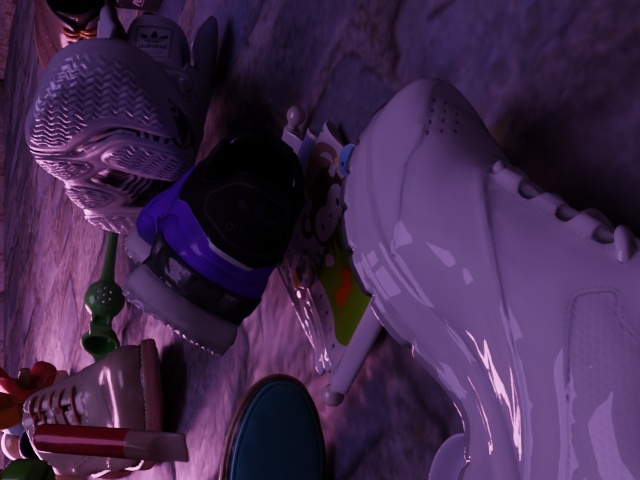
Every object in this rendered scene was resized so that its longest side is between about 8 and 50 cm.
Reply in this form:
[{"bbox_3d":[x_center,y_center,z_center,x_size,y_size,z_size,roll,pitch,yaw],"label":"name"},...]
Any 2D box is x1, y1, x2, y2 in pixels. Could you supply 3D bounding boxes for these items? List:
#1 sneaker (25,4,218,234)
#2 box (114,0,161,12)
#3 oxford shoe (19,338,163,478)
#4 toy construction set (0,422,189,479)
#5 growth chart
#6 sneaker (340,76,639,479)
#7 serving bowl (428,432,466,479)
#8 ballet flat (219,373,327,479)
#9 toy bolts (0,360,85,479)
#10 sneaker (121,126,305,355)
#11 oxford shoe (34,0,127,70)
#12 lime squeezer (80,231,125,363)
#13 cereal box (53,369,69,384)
[{"bbox_3d":[-0.173,-0.144,0.867,0.366,0.137,0.210,105,170,-73],"label":"sneaker"},{"bbox_3d":[-0.201,-0.445,1.145,0.270,0.060,0.216,141,128,-60],"label":"box"},{"bbox_3d":[-0.289,0.227,1.161,0.397,0.147,0.140,130,138,-53],"label":"oxford shoe"},{"bbox_3d":[-0.130,0.293,0.674,0.237,0.257,0.308,-3,80,23],"label":"toy construction set"},{"bbox_3d":[0.000,0.000,0.689,0.237,0.021,0.172,-122,42,-51],"label":"growth chart"},{"bbox_3d":[0.101,0.033,0.386,0.129,0.111,0.297,-48,47,33],"label":"sneaker"},{"bbox_3d":[0.085,0.138,0.469,0.083,0.027,0.083,-177,90,-66],"label":"serving bowl"},{"bbox_3d":[-0.036,0.215,0.681,0.073,0.080,0.232,140,130,-73],"label":"ballet flat"},{"bbox_3d":[-0.472,0.302,1.461,0.228,0.218,0.158,24,111,57],"label":"toy bolts"},{"bbox_3d":[-0.071,-0.018,0.716,0.146,0.102,0.293,-57,15,3],"label":"sneaker"},{"bbox_3d":[-0.329,-0.285,1.256,0.132,0.130,0.363,-107,11,-54],"label":"oxford shoe"},{"bbox_3d":[-0.321,0.114,1.363,0.110,0.059,0.310,-150,64,-63],"label":"lime squeezer"},{"bbox_3d":[-0.459,0.348,1.658,0.240,0.047,0.173,-154,70,-65],"label":"cereal box"}]
